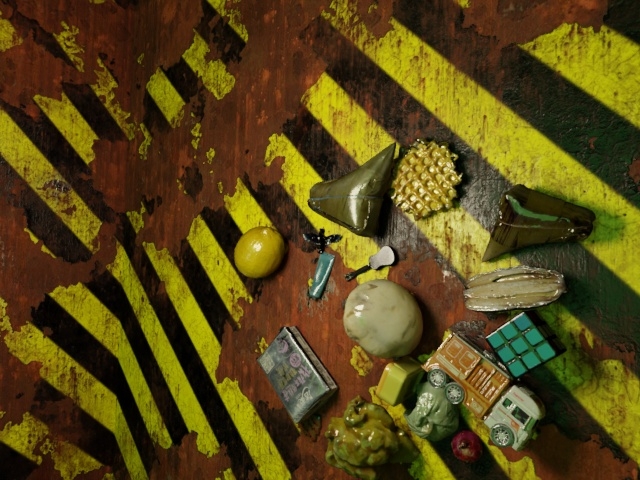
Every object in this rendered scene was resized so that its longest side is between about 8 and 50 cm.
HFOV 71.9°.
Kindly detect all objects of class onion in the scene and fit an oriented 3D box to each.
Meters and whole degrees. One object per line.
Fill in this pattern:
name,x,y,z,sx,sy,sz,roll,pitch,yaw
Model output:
onion,0.511,0.721,1.544,0.107,0.097,0.107,-16,58,27

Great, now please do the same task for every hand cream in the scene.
hand cream,0.000,0.163,1.991,0.083,0.048,0.224,20,93,35

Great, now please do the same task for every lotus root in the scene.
lotus root,0.647,0.171,1.470,0.329,0.078,0.167,-9,54,41

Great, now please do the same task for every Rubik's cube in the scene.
Rubik's cube,0.658,0.331,1.418,0.160,0.163,0.162,-44,60,25

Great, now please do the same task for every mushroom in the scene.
mushroom,0.218,0.313,1.712,0.336,0.314,0.315,-41,61,61

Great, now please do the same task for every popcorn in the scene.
popcorn,0.173,0.780,1.681,0.321,0.290,0.326,41,139,26

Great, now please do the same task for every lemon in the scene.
lemon,-0.288,0.057,2.088,0.263,0.235,0.236,-30,69,53

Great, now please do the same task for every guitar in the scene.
guitar,0.198,0.108,1.845,0.271,0.038,0.084,-30,69,31

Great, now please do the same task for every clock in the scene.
clock,0.300,0.519,1.643,0.096,0.202,0.144,29,104,32

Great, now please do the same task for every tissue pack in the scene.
tissue pack,-0.115,0.601,1.995,0.361,0.122,0.259,49,113,27

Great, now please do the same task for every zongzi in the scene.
zongzi,0.700,-0.004,1.443,0.273,0.145,0.300,27,120,29
zongzi,0.124,-0.247,1.832,0.356,0.174,0.393,26,106,39

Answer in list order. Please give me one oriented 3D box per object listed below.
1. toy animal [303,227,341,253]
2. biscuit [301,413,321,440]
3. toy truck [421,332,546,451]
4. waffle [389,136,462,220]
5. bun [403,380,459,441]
toy animal,0.000,0.000,1.994,0.220,0.062,0.108,-2,61,36
biscuit,-0.038,0.829,1.987,0.119,0.019,0.130,48,114,28
toy truck,0.553,0.492,1.480,0.387,0.173,0.207,40,101,34
waffle,0.402,-0.245,1.701,0.329,0.062,0.330,-3,85,38
bun,0.394,0.625,1.597,0.203,0.126,0.213,-8,91,24
